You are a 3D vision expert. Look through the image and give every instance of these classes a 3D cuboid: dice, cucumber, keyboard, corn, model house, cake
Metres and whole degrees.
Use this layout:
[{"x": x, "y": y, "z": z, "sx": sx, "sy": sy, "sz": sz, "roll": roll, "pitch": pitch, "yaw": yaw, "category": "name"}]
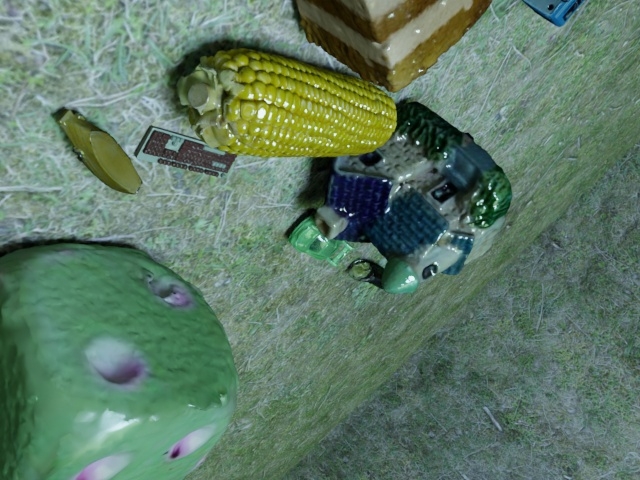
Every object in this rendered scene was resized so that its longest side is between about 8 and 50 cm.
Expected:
[{"x": -0.337, "y": 0.213, "z": 0.783, "sx": 0.330, "sy": 0.318, "sz": 0.322, "roll": 5, "pitch": 129, "yaw": -54, "category": "dice"}, {"x": 0.155, "y": 0.098, "z": 1.533, "sx": 0.067, "sy": 0.067, "sz": 0.245, "roll": -47, "pitch": 155, "yaw": 11, "category": "cucumber"}, {"x": -0.192, "y": -0.124, "z": 0.794, "sx": 0.055, "sy": 0.017, "sz": 0.166, "roll": -51, "pitch": 151, "yaw": 20, "category": "keyboard"}, {"x": -0.022, "y": -0.186, "z": 0.787, "sx": 0.387, "sy": 0.144, "sz": 0.144, "roll": -4, "pitch": 136, "yaw": -47, "category": "corn"}, {"x": 0.146, "y": -0.061, "z": 1.013, "sx": 0.284, "sy": 0.298, "sz": 0.243, "roll": -29, "pitch": 151, "yaw": -21, "category": "model house"}, {"x": 0.062, "y": -0.347, "z": 0.608, "sx": 0.199, "sy": 0.196, "sz": 0.293, "roll": -41, "pitch": 148, "yaw": -3, "category": "cake"}]

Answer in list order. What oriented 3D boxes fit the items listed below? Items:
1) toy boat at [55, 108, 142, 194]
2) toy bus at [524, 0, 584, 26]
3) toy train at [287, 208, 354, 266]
[{"x": -0.278, "y": -0.105, "z": 0.680, "sx": 0.149, "sy": 0.049, "sz": 0.047, "roll": 70, "pitch": 41, "yaw": -60, "category": "toy boat"}, {"x": 0.462, "y": -0.514, "z": 0.948, "sx": 0.246, "sy": 0.113, "sz": 0.134, "roll": -52, "pitch": 155, "yaw": 24, "category": "toy bus"}, {"x": 0.000, "y": 0.000, "z": 1.158, "sx": 0.099, "sy": 0.081, "sz": 0.149, "roll": -46, "pitch": 153, "yaw": 13, "category": "toy train"}]
